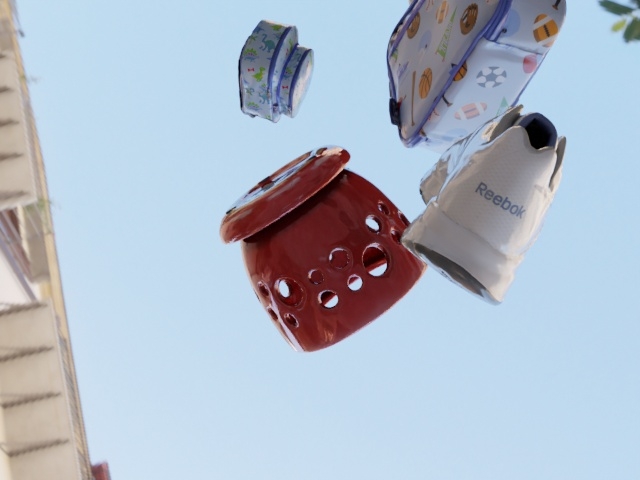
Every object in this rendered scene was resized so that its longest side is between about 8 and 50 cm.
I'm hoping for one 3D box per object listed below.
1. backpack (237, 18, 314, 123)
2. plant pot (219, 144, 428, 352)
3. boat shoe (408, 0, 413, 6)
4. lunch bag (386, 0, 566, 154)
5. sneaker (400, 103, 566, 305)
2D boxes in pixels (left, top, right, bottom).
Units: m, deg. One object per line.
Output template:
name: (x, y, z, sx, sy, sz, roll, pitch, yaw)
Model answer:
backpack: (-0.055, -0.220, 1.205, 0.084, 0.114, 0.105, 15, -123, 13)
plant pot: (0.000, 0.000, 1.036, 0.191, 0.191, 0.174, -37, -79, -19)
boat shoe: (0.214, -0.484, 1.441, 0.109, 0.091, 0.305, 10, -89, -35)
lunch bag: (0.183, -0.265, 1.211, 0.115, 0.303, 0.243, 10, -126, -22)
sneaker: (0.150, -0.047, 0.764, 0.111, 0.297, 0.129, 32, -72, -1)
